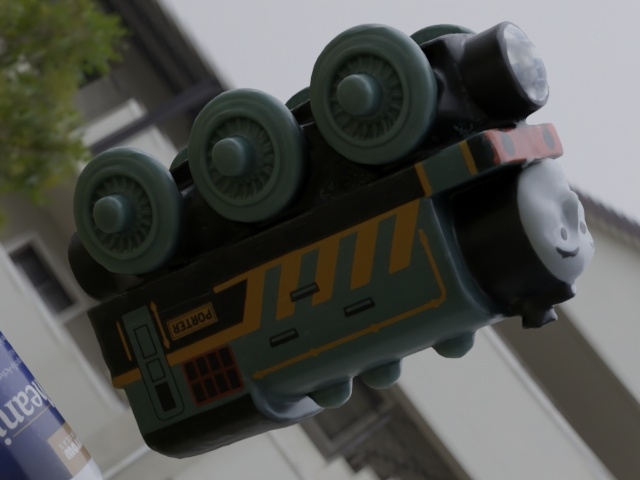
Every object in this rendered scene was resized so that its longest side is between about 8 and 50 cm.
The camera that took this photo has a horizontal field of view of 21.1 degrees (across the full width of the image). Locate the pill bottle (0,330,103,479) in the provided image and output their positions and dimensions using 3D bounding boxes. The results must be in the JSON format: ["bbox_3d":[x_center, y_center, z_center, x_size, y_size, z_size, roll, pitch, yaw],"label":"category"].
[{"bbox_3d":[-0.113,0.073,0.556,0.120,0.067,0.067,55,-32,-5],"label":"pill bottle"}]

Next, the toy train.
[{"bbox_3d":[0.000,0.000,1.005,0.334,0.142,0.190,-23,-95,28],"label":"toy train"}]
